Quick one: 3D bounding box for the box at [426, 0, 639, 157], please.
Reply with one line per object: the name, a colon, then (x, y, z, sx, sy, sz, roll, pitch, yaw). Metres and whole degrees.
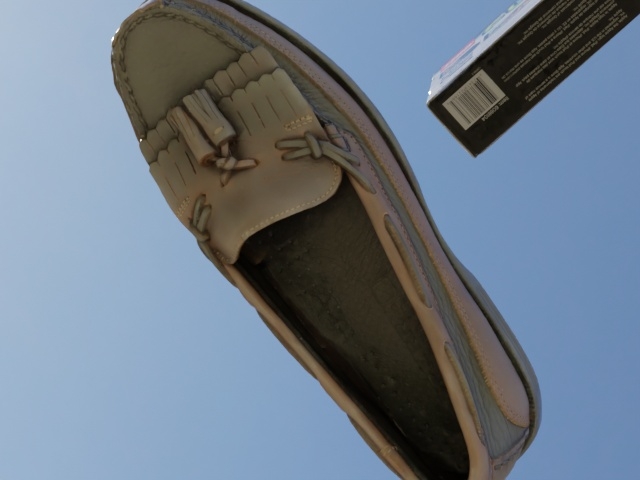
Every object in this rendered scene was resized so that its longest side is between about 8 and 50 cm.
box: (0.140, -0.129, 0.783, 0.207, 0.114, 0.036, -41, -84, 13)

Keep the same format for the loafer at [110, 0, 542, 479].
loafer: (0.000, 0.000, 0.332, 0.045, 0.039, 0.125, -39, -89, 21)
